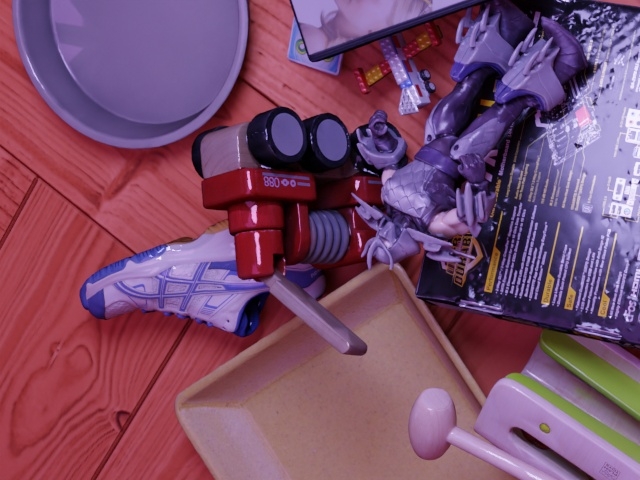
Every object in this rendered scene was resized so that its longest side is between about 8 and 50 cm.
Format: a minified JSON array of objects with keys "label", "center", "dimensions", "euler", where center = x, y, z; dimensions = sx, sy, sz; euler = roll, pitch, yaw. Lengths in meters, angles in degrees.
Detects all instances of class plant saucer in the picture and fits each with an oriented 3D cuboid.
[{"label":"plant saucer","center":[0.054,0.228,1.870],"dimensions":[0.333,0.081,0.333],"euler":[-34,87,26]}]

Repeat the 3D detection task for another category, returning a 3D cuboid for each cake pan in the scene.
[{"label":"cake pan","center":[-0.202,-0.248,1.894],"dimensions":[0.293,0.054,0.293],"euler":[5,103,23]}]

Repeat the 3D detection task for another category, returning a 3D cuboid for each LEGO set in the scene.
[{"label":"LEGO set","center":[0.055,-0.238,1.747],"dimensions":[0.244,0.060,0.182],"euler":[24,111,37]}]

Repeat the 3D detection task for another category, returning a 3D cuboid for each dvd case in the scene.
[{"label":"dvd case","center":[0.066,-0.288,1.622],"dimensions":[0.253,0.022,0.180],"euler":[-16,93,33]}]

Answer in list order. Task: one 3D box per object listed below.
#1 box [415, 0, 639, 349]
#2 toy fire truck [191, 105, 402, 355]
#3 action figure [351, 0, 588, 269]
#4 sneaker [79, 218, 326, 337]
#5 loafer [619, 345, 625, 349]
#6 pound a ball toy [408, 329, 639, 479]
[{"label":"box","center":[0.253,-0.071,1.667],"dimensions":[0.257,0.079,0.322],"euler":[11,87,23]},{"label":"toy fire truck","center":[0.000,0.000,1.731],"dimensions":[0.158,0.217,0.246],"euler":[-13,78,44]},{"label":"action figure","center":[0.122,-0.092,1.619],"dimensions":[0.185,0.099,0.285],"euler":[31,86,39]},{"label":"sneaker","center":[-0.132,0.056,1.898],"dimensions":[0.296,0.112,0.131],"euler":[-19,93,27]},{"label":"loafer","center":[0.265,0.088,1.762],"dimensions":[0.056,0.050,0.148],"euler":[-29,89,26]},{"label":"pound a ball toy","center":[0.256,0.221,1.681],"dimensions":[0.319,0.208,0.136],"euler":[33,140,15]}]
